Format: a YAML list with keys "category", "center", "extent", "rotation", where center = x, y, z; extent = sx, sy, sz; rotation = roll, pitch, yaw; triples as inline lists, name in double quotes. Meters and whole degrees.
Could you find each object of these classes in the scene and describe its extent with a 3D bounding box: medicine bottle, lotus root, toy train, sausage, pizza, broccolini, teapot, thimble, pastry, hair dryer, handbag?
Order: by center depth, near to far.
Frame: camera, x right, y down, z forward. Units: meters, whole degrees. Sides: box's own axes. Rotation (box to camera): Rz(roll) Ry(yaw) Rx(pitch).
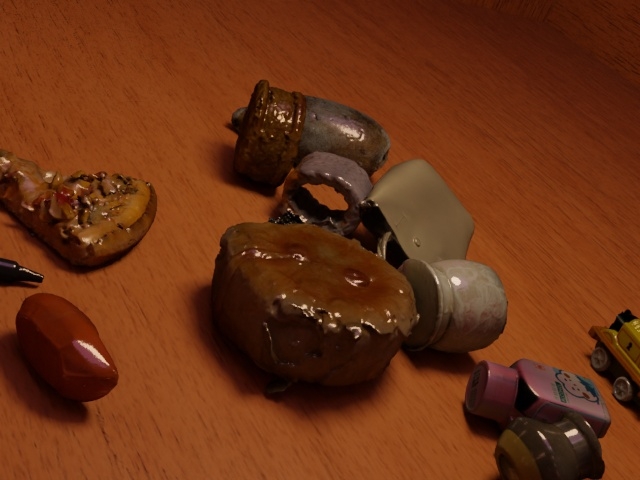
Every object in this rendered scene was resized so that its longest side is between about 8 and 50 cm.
- category: "sausage"
  center: [-0.307, 0.127, 1.281]
  extent: [0.089, 0.089, 0.179]
  rotation: [-2, 30, -41]
- category: "hair dryer"
  center: [-0.460, 0.037, 1.382]
  extent: [0.195, 0.050, 0.173]
  rotation: [21, 28, -11]
- category: "teapot"
  center: [0.295, 0.286, 1.420]
  extent: [0.119, 0.130, 0.166]
  rotation: [-19, 8, -13]
- category: "pastry"
  center: [-0.007, 0.088, 1.536]
  extent: [0.330, 0.136, 0.329]
  rotation: [18, 25, -8]
- category: "medicine bottle"
  center: [0.311, 0.238, 1.552]
  extent: [0.188, 0.094, 0.119]
  rotation: [18, 24, -10]
- category: "pizza"
  center: [-0.366, -0.071, 1.634]
  extent: [0.288, 0.074, 0.251]
  rotation: [36, 26, 22]
- category: "medicine bottle"
  center: [0.193, 0.101, 1.662]
  extent: [0.143, 0.147, 0.147]
  rotation: [3, 32, -29]
- category: "toy train"
  center: [0.531, 0.194, 1.780]
  extent: [0.089, 0.127, 0.219]
  rotation: [10, 29, -26]
- category: "broccolini"
  center: [-0.002, 0.013, 1.788]
  extent: [0.201, 0.074, 0.058]
  rotation: [25, 60, -22]
- category: "handbag"
  center: [0.170, -0.009, 1.851]
  extent: [0.241, 0.109, 0.315]
  rotation: [49, 25, -8]
- category: "thimble"
  center: [0.012, -0.079, 1.883]
  extent: [0.151, 0.127, 0.118]
  rotation: [24, 24, 5]
- category: "pastry"
  center: [-0.092, -0.196, 1.955]
  extent: [0.103, 0.188, 0.188]
  rotation: [16, 27, -11]
- category: "lotus root"
  center: [-0.017, -0.222, 2.123]
  extent: [0.322, 0.140, 0.158]
  rotation: [22, 26, 4]
